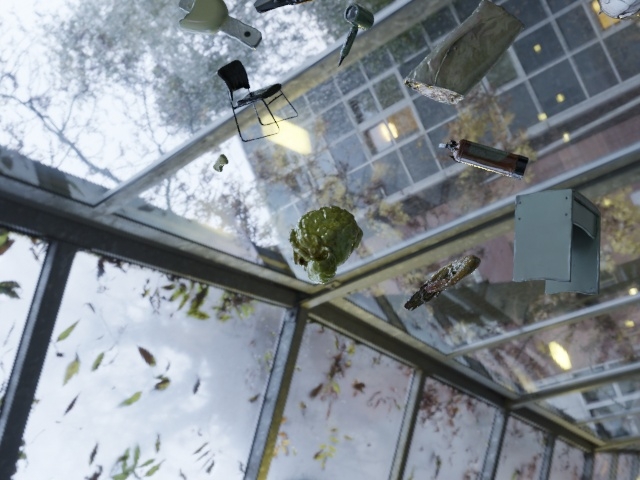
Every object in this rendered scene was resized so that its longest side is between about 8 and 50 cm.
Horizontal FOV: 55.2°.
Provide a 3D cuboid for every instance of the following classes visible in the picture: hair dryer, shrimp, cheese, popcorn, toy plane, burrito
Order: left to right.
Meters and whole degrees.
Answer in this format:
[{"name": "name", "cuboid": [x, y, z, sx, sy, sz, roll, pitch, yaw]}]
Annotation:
[{"name": "cheese", "cuboid": [-0.239, -0.525, 1.453, 0.235, 0.127, 0.050, 29, 173, 9]}, {"name": "cheese", "cuboid": [-0.346, -0.268, 2.137, 0.044, 0.083, 0.030, 51, -131, 4]}, {"name": "toy plane", "cuboid": [-0.065, -0.858, 2.089, 0.103, 0.315, 0.204, 53, -132, -53]}, {"name": "popcorn", "cuboid": [0.000, 0.000, 2.034, 0.286, 0.225, 0.174, -50, -28, -35]}, {"name": "hair dryer", "cuboid": [0.076, -0.495, 1.501, 0.047, 0.150, 0.071, 33, -163, 36]}, {"name": "shrimp", "cuboid": [0.388, 0.136, 1.930, 0.063, 0.287, 0.152, 54, 174, -9]}, {"name": "burrito", "cuboid": [0.362, -0.460, 1.547, 0.143, 0.299, 0.105, 44, -177, -2]}]

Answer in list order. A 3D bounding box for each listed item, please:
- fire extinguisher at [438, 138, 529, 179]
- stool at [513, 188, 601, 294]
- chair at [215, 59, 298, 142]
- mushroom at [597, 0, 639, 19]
[{"name": "fire extinguisher", "cuboid": [0.323, -0.168, 1.229, 0.062, 0.177, 0.050, -23, -49, -78]}, {"name": "stool", "cuboid": [0.695, 0.010, 1.792, 0.243, 0.170, 0.270, 19, -107, -46]}, {"name": "chair", "cuboid": [-0.188, -0.424, 1.793, 0.140, 0.145, 0.221, -53, -54, -51]}, {"name": "mushroom", "cuboid": [0.607, -0.573, 1.030, 0.224, 0.397, 0.314, 86, 159, -58]}]
